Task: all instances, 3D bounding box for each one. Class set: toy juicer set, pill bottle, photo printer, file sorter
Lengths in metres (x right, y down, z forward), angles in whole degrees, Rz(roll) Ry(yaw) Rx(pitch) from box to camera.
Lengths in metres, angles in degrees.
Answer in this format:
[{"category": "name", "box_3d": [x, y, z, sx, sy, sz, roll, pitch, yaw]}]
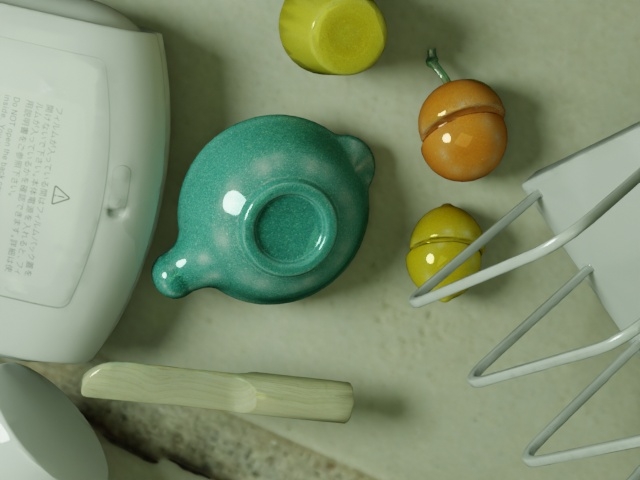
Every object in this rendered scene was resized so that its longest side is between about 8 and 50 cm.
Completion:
[{"category": "toy juicer set", "box_3d": [0.000, 0.000, 1.078, 0.209, 0.089, 0.329, 29, 96, -19]}, {"category": "pill bottle", "box_3d": [-0.281, 0.208, 1.073, 0.272, 0.152, 0.152, -40, 94, 12]}, {"category": "photo printer", "box_3d": [-0.259, -0.058, 1.064, 0.308, 0.107, 0.256, 12, 100, 1]}, {"category": "file sorter", "box_3d": [0.222, 0.084, 0.982, 0.173, 0.193, 0.277, -39, 96, -32]}]
